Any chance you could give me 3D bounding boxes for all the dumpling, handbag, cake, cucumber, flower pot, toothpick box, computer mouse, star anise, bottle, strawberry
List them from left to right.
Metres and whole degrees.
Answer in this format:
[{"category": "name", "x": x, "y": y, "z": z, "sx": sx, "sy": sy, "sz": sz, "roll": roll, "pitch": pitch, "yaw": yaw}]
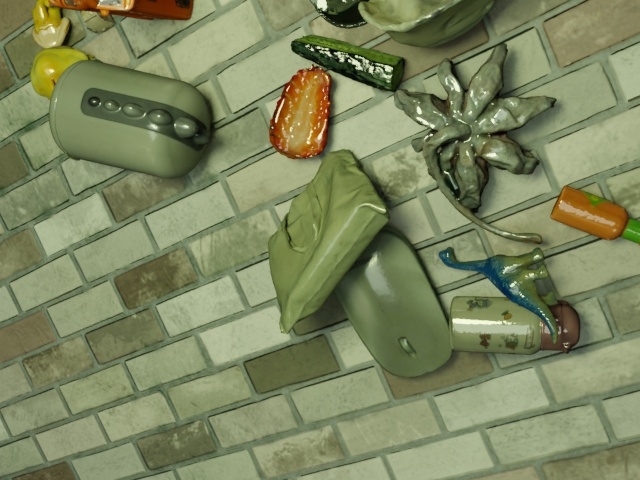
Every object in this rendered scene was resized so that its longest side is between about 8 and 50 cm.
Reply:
[{"category": "cake", "x": -0.489, "y": -0.515, "z": 1.446, "sx": 0.052, "sy": 0.065, "sz": 0.121, "roll": -18, "pitch": 73, "yaw": 23}, {"category": "toothpick box", "x": -0.370, "y": -0.244, "z": 1.361, "sx": 0.316, "sy": 0.229, "sz": 0.229, "roll": 15, "pitch": 107, "yaw": 15}, {"category": "strawberry", "x": -0.031, "y": -0.252, "z": 1.326, "sx": 0.121, "sy": 0.082, "sz": 0.188, "roll": 20, "pitch": 100, "yaw": -7}, {"category": "handbag", "x": 0.001, "y": -0.005, "z": 1.294, "sx": 0.109, "sy": 0.253, "sz": 0.316, "roll": 23, "pitch": 115, "yaw": -28}, {"category": "flower pot", "x": 0.038, "y": -0.474, "z": 1.226, "sx": 0.157, "sy": 0.107, "sz": 0.158, "roll": 6, "pitch": 106, "yaw": 19}, {"category": "cucumber", "x": 0.049, "y": -0.338, "z": 1.273, "sx": 0.211, "sy": 0.078, "sz": 0.062, "roll": 18, "pitch": 124, "yaw": 16}, {"category": "computer mouse", "x": 0.136, "y": 0.126, "z": 1.345, "sx": 0.197, "sy": 0.095, "sz": 0.331, "roll": -29, "pitch": 92, "yaw": 28}, {"category": "dumpling", "x": 0.204, "y": -0.416, "z": 1.115, "sx": 0.175, "sy": 0.227, "sz": 0.243, "roll": 42, "pitch": 109, "yaw": -14}, {"category": "star anise", "x": 0.283, "y": -0.185, "z": 1.190, "sx": 0.359, "sy": 0.139, "sz": 0.316, "roll": 25, "pitch": 116, "yaw": 13}, {"category": "bottle", "x": 0.365, "y": 0.160, "z": 1.258, "sx": 0.233, "sy": 0.110, "sz": 0.110, "roll": -1, "pitch": 102, "yaw": 20}, {"category": "bottle", "x": 0.509, "y": -0.035, "z": 1.185, "sx": 0.187, "sy": 0.069, "sz": 0.069, "roll": 23, "pitch": 110, "yaw": 11}]

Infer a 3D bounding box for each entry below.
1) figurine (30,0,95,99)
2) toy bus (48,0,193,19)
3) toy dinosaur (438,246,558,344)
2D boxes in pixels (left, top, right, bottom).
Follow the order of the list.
[{"category": "figurine", "x": -0.575, "y": -0.401, "z": 1.462, "sx": 0.156, "sy": 0.131, "sz": 0.247, "roll": -19, "pitch": 85, "yaw": 8}, {"category": "toy bus", "x": -0.365, "y": -0.488, "z": 1.246, "sx": 0.153, "sy": 0.329, "sz": 0.143, "roll": 14, "pitch": 106, "yaw": 14}, {"category": "toy dinosaur", "x": 0.330, "y": 0.091, "z": 1.228, "sx": 0.188, "sy": 0.075, "sz": 0.248, "roll": -21, "pitch": 55, "yaw": 18}]
